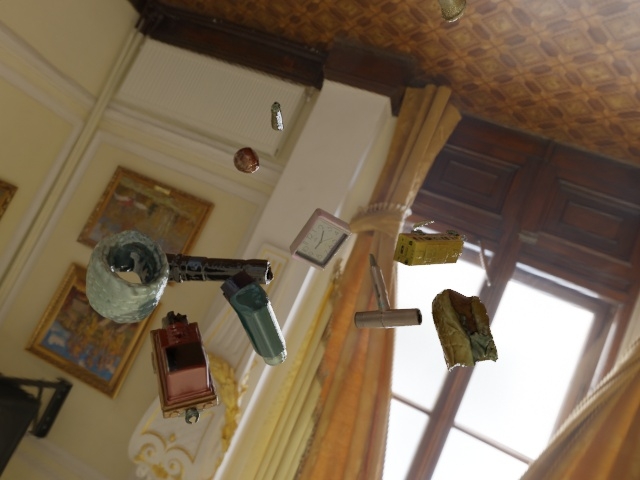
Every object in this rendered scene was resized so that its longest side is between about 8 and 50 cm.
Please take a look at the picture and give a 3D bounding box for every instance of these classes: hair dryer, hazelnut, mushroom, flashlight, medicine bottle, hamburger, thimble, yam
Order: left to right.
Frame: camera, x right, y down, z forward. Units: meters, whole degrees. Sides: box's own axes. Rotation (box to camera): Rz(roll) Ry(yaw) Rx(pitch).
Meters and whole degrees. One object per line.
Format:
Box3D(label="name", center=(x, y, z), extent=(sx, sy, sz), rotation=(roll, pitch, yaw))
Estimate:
Box3D(label="thimble", center=(-0.540, 0.093, 1.315), extent=(0.205, 0.172, 0.250), rotation=(-2, -132, -36))
Box3D(label="flashlight", center=(-0.371, 0.096, 1.589), extent=(0.424, 0.103, 0.103), rotation=(2, 169, 5))
Box3D(label="hazelnut", center=(-0.240, -0.259, 1.515), extent=(0.086, 0.086, 0.086), rotation=(24, 172, 3))
Box3D(label="medicine bottle", center=(-0.150, 0.199, 1.146), extent=(0.124, 0.079, 0.258), rotation=(30, 147, 42))
Box3D(label="yam", center=(-0.103, -0.283, 1.072), extent=(0.033, 0.027, 0.129), rotation=(32, 173, 3))
Box3D(label="hair dryer", center=(0.195, 0.143, 1.372), extent=(0.195, 0.220, 0.054), rotation=(-8, 162, 30))
Box3D(label="mushroom", center=(0.465, -0.061, 2.178), extent=(0.306, 0.068, 0.043), rotation=(69, 180, -79))
Box3D(label="mushroom", center=(0.333, -0.707, 1.277), extent=(0.081, 0.092, 0.223), rotation=(-18, 123, 26))
Box3D(label="hamburger", center=(0.369, 0.225, 1.238), extent=(0.132, 0.211, 0.309), rotation=(-17, 167, 10))

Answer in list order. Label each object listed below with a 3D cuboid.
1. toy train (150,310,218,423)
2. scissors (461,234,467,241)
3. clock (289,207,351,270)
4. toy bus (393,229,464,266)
Box3D(label="toy train", center=(-0.418, 0.374, 1.425), extent=(0.163, 0.231, 0.369), rotation=(-7, -141, -23))
Box3D(label="scissors", center=(0.601, 0.011, 2.040), extent=(0.036, 0.083, 0.006), rotation=(42, -177, -16))
Box3D(label="clock", center=(0.000, 0.000, 1.698), extent=(0.150, 0.197, 0.063), rotation=(27, -157, -23))
Box3D(label="toy bus", center=(0.434, 0.031, 1.803), extent=(0.335, 0.121, 0.123), rotation=(-1, -163, -34))
